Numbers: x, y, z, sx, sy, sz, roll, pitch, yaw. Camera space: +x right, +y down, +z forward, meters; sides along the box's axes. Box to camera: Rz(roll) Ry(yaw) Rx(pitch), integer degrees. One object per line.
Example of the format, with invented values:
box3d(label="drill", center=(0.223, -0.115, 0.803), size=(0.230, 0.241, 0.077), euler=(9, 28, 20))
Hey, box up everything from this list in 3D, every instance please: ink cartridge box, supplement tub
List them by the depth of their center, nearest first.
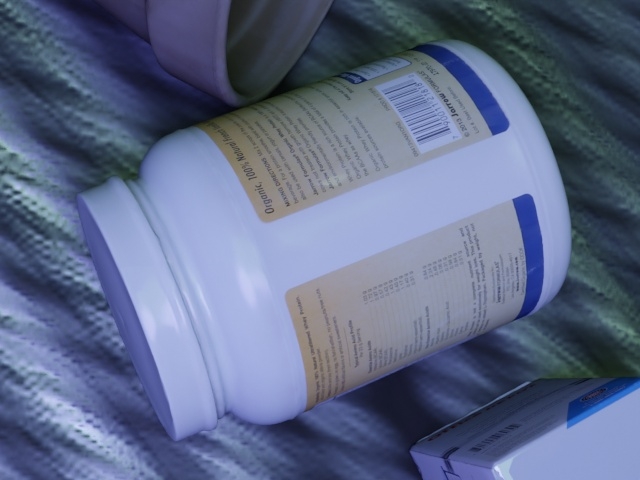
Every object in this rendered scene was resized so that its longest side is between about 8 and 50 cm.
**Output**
box3d(label="supplement tub", center=(0.000, 0.000, 0.887), size=(0.316, 0.228, 0.228), euler=(-21, 86, -15))
box3d(label="ink cartridge box", center=(0.170, 0.168, 0.916), size=(0.140, 0.191, 0.082), euler=(-26, 89, -15))

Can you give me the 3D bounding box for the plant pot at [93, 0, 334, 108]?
box3d(label="plant pot", center=(-0.121, -0.297, 0.891), size=(0.280, 0.323, 0.323), euler=(23, 76, 8))
